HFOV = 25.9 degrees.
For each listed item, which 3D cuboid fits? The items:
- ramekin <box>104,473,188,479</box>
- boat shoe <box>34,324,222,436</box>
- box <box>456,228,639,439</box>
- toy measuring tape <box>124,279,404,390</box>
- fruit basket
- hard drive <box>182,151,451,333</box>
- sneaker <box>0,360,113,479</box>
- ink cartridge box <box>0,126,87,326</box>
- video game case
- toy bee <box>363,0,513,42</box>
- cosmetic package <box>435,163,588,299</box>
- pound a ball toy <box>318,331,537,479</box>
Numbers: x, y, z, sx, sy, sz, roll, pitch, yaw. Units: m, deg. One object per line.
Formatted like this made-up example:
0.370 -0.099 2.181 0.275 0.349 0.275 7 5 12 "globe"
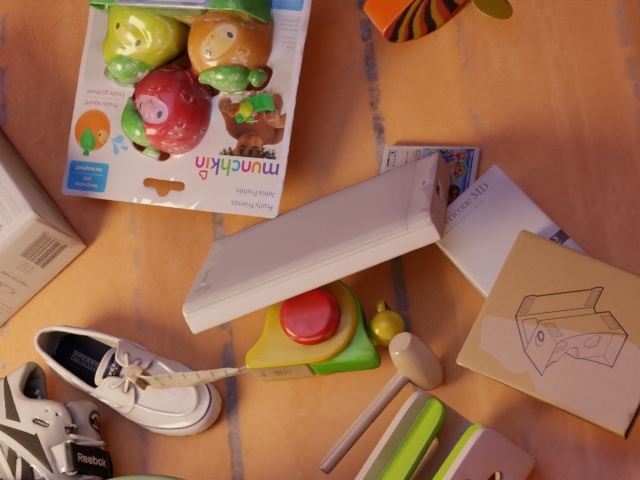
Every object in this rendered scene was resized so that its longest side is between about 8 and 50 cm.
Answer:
-0.188 0.404 1.487 0.304 0.148 0.303 1 80 -6 "ramekin"
-0.243 0.169 1.701 0.258 0.084 0.095 14 74 26 "boat shoe"
0.265 0.096 1.465 0.201 0.021 0.164 23 80 28 "box"
-0.066 0.104 1.627 0.330 0.121 0.121 -7 66 10 "toy measuring tape"
-0.178 -0.219 1.765 0.327 0.165 0.353 8 82 25 "fruit basket"
0.000 0.000 1.619 0.308 0.040 0.203 -21 20 17 "hard drive"
-0.305 0.269 1.664 0.146 0.122 0.330 -48 60 1 "sneaker"
-0.514 -0.023 1.866 0.272 0.130 0.309 -42 60 3 "ink cartridge box"
0.130 -0.073 1.691 0.122 0.011 0.087 3 70 23 "video game case"
0.199 -0.355 1.719 0.298 0.162 0.195 -29 67 37 "toy bee"
0.235 0.035 1.562 0.117 0.085 0.231 -43 61 1 "cosmetic package"
0.096 0.284 1.509 0.319 0.136 0.208 -56 35 -7 "pound a ball toy"
